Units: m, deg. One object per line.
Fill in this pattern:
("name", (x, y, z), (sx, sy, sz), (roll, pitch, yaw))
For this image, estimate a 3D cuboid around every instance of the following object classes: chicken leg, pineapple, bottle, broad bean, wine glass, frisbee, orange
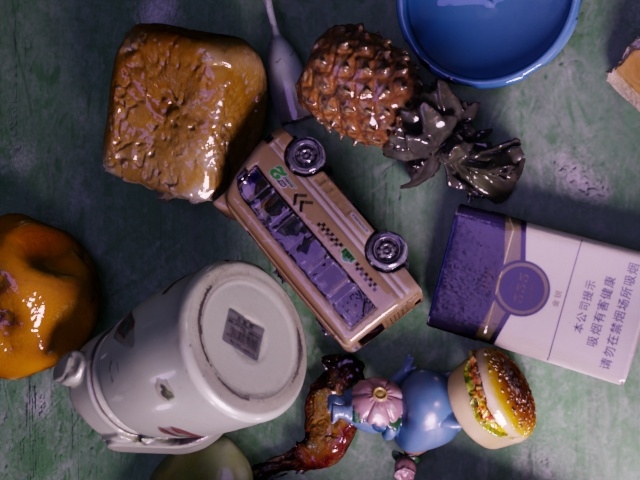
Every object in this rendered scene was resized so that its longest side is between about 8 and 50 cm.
("chicken leg", (-0.011, 0.268, 1.321), (0.106, 0.051, 0.253), (42, 105, 21))
("pineapple", (0.119, -0.151, 1.231), (0.310, 0.141, 0.170), (33, 133, 9))
("bottle", (-0.197, 0.178, 1.286), (0.352, 0.229, 0.229), (-26, 81, 41))
("broad bean", (-0.181, 0.377, 1.357), (0.228, 0.100, 0.169), (-39, 64, 17))
("wine glass", (-0.052, -0.259, 1.323), (0.066, 0.066, 0.197), (-16, 87, 20))
("frisbee", (0.218, -0.315, 1.230), (0.242, 0.045, 0.242), (1, 92, 19))
("orange", (-0.459, 0.089, 1.409), (0.249, 0.183, 0.248), (0, 89, 19))

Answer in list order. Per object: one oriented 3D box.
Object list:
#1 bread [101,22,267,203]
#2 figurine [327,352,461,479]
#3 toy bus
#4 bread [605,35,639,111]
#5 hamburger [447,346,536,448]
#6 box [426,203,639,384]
("bread", (-0.182, -0.169, 1.312), (0.196, 0.176, 0.246), (18, 106, 21))
("figurine", (0.098, 0.234, 1.244), (0.178, 0.114, 0.144), (3, 115, -6))
("toy bus", (0.000, 0.000, 1.247), (0.157, 0.139, 0.289), (-39, 79, -2))
("bread", (0.419, -0.212, 1.139), (0.125, 0.082, 0.106), (-45, 70, 12))
("hamburger", (0.217, 0.194, 1.189), (0.081, 0.141, 0.126), (-37, 42, 31))
("box", (0.278, 0.064, 1.200), (0.259, 0.071, 0.168), (15, 96, 18))
